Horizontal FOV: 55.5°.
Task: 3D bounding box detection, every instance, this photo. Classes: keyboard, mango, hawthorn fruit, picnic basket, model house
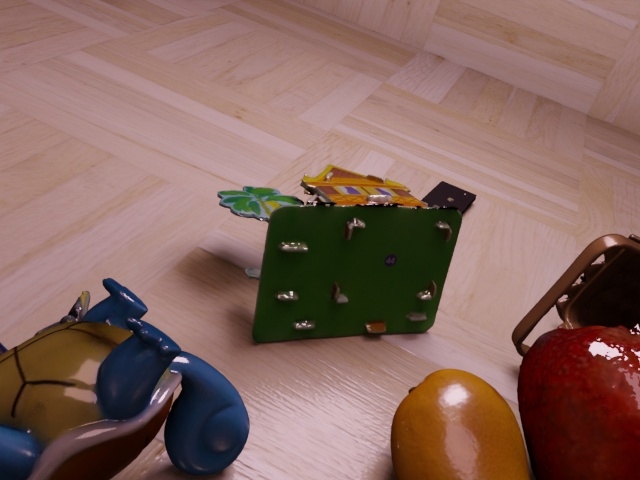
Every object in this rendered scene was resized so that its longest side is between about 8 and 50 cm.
[{"bbox_3d":[0.258,-0.054,1.354,0.106,0.027,0.317,28,36,20],"label":"keyboard"},{"bbox_3d":[0.175,0.280,0.762,0.176,0.139,0.254,8,42,-9],"label":"mango"},{"bbox_3d":[0.386,0.264,0.782,0.265,0.265,0.307,17,76,-2],"label":"hawthorn fruit"},{"bbox_3d":[0.506,0.139,0.999,0.321,0.254,0.291,22,31,-18],"label":"picnic basket"},{"bbox_3d":[0.000,0.000,1.053,0.358,0.242,0.313,-2,23,-24],"label":"model house"}]

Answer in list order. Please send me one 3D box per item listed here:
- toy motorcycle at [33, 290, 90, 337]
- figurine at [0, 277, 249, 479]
[{"bbox_3d":[-0.323,0.144,0.791,0.124,0.061,0.193,18,42,-12],"label":"toy motorcycle"},{"bbox_3d":[-0.271,0.166,0.643,0.416,0.242,0.298,-4,20,-29],"label":"figurine"}]
